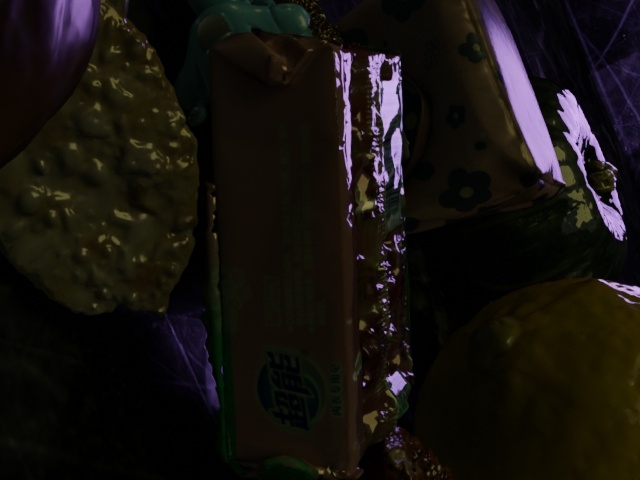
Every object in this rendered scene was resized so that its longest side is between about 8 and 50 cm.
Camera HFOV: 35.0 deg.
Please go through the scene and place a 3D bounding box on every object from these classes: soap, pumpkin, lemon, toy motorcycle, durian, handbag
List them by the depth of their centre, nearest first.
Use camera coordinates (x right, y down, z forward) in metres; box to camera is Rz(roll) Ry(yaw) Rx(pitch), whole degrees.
[{"bbox_3d":[0.002,0.000,0.660,0.218,0.098,0.274,-20,110,-67],"label":"soap"},{"bbox_3d":[-0.023,-0.119,0.840,0.272,0.123,0.182,44,24,-39],"label":"toy motorcycle"},{"bbox_3d":[0.236,0.196,0.881,0.336,0.336,0.336,43,35,-41],"label":"lemon"},{"bbox_3d":[-0.015,-0.193,0.959,0.080,0.080,0.091,11,67,-60],"label":"durian"},{"bbox_3d":[0.111,-0.131,1.021,0.190,0.193,0.252,12,58,-66],"label":"handbag"},{"bbox_3d":[0.255,-0.056,1.217,0.300,0.207,0.300,42,35,-40],"label":"pumpkin"}]

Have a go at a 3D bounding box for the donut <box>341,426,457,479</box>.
[{"bbox_3d":[0.017,0.200,0.643,0.085,0.141,0.217,50,14,6],"label":"donut"}]

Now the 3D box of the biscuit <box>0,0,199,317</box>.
[{"bbox_3d":[-0.154,-0.071,0.537,0.290,0.141,0.038,49,-3,-33],"label":"biscuit"}]

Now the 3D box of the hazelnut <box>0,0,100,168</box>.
[{"bbox_3d":[-0.196,-0.105,0.374,0.229,0.229,0.230,43,35,-41],"label":"hazelnut"}]

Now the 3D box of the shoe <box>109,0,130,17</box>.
[{"bbox_3d":[-0.232,-0.205,0.505,0.336,0.132,0.171,55,33,-21],"label":"shoe"}]
